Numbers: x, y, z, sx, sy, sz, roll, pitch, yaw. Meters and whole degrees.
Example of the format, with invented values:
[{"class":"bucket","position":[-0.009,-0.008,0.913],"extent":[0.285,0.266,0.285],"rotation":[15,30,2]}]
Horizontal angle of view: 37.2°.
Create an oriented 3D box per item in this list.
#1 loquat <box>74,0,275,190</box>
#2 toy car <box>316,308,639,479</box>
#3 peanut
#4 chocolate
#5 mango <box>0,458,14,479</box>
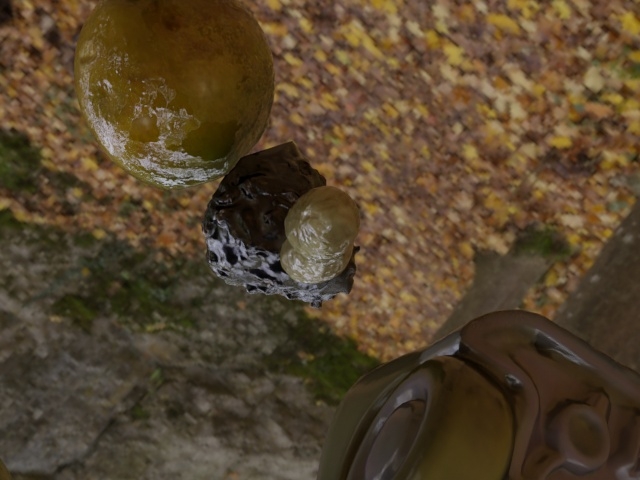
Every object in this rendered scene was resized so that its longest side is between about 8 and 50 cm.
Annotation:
[{"class":"loquat","position":[-0.152,-0.176,0.946],"extent":[0.213,0.213,0.246],"rotation":[40,155,46]},{"class":"toy car","position":[0.059,0.223,0.395],"extent":[0.242,0.336,0.226],"rotation":[32,148,-9]},{"class":"peanut","position":[0.000,0.000,0.460],"extent":[0.037,0.037,0.083],"rotation":[41,153,11]},{"class":"chocolate","position":[-0.018,0.002,0.898],"extent":[0.133,0.156,0.156],"rotation":[31,173,29]},{"class":"mango","position":[-0.172,0.174,0.308],"extent":[0.143,0.175,0.293],"rotation":[58,-170,-53]}]
